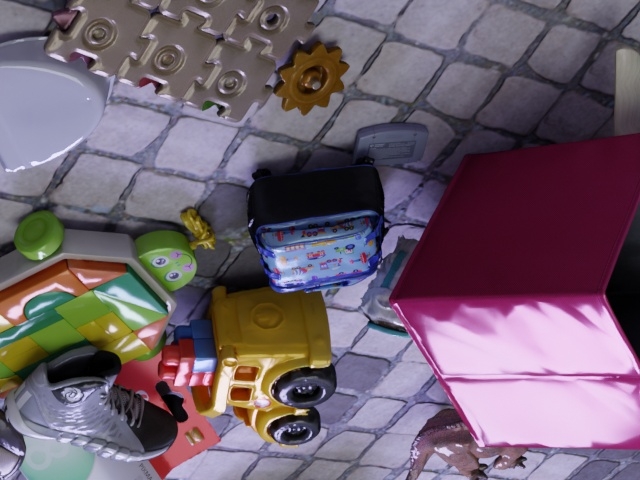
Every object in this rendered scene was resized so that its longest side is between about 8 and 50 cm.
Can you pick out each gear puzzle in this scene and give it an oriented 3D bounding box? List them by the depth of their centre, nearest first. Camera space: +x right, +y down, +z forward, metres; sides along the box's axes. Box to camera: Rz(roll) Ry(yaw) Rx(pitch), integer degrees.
[{"bbox_3d":[-0.097,-0.209,1.352,0.339,0.044,0.175,17,117,-41],"label":"gear puzzle"}]

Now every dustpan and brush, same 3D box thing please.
[{"bbox_3d":[-0.235,-0.156,1.364,0.211,0.060,0.147,-13,137,5],"label":"dustpan and brush"}]

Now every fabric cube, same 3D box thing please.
[{"bbox_3d":[0.278,0.062,1.527,0.258,0.254,0.259,-6,131,37],"label":"fabric cube"}]

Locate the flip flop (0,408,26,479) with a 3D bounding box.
[{"bbox_3d":[-0.469,0.189,1.631,0.277,0.080,0.112,31,111,-12],"label":"flip flop"}]

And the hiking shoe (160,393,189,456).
[{"bbox_3d":[-0.282,0.252,1.799,0.226,0.086,0.114,-23,144,8],"label":"hiking shoe"}]

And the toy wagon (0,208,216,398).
[{"bbox_3d":[-0.277,0.069,1.597,0.344,0.068,0.267,-25,141,9],"label":"toy wagon"}]

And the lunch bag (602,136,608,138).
[{"bbox_3d":[0.378,-0.043,1.687,0.151,0.096,0.129,16,131,-22],"label":"lunch bag"}]

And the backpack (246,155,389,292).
[{"bbox_3d":[0.000,0.000,1.577,0.158,0.117,0.173,-7,146,-1],"label":"backpack"}]

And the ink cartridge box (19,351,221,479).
[{"bbox_3d":[-0.260,0.258,1.743,0.224,0.056,0.181,-29,116,1],"label":"ink cartridge box"}]

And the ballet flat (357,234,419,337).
[{"bbox_3d":[0.196,0.078,1.723,0.147,0.147,0.409,-35,153,21],"label":"ballet flat"}]

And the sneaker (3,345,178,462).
[{"bbox_3d":[-0.246,0.189,1.633,0.228,0.086,0.132,14,130,-35],"label":"sneaker"}]

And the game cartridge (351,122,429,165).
[{"bbox_3d":[0.079,-0.109,1.560,0.083,0.017,0.056,-5,143,-15],"label":"game cartridge"}]

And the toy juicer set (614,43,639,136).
[{"bbox_3d":[0.433,-0.142,1.581,0.328,0.089,0.209,-2,127,-22],"label":"toy juicer set"}]

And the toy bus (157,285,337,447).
[{"bbox_3d":[-0.099,0.158,1.708,0.211,0.149,0.220,-2,141,-15],"label":"toy bus"}]

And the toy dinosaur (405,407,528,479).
[{"bbox_3d":[0.219,0.265,1.932,0.295,0.127,0.200,-22,161,12],"label":"toy dinosaur"}]
